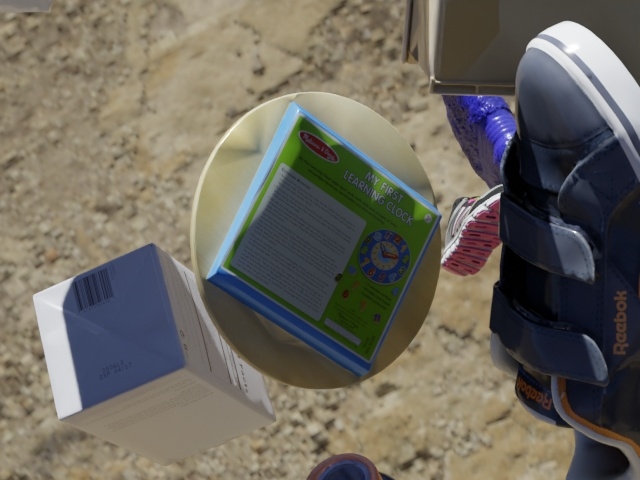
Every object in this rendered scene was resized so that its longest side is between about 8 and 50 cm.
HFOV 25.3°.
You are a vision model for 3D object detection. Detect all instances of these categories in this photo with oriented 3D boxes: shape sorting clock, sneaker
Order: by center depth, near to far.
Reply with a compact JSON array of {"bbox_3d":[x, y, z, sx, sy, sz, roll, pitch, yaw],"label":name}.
[{"bbox_3d":[0.165,0.033,0.871,0.127,0.321,0.126,-27,21,-8],"label":"sneaker"},{"bbox_3d":[0.000,0.000,0.986,0.206,0.206,0.040,-50,24,-21],"label":"shape sorting clock"},{"bbox_3d":[0.183,-0.028,1.617,0.063,0.170,0.074,11,58,-13],"label":"sneaker"}]

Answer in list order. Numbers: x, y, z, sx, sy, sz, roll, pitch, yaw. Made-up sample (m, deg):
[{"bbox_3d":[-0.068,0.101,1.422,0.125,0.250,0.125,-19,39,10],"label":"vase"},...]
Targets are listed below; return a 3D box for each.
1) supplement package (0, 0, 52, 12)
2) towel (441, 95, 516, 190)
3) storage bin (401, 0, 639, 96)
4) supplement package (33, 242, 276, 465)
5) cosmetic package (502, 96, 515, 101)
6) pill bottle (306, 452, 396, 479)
[{"bbox_3d":[-0.372,-0.384,1.558,0.149,0.194,0.203,-7,67,-25],"label":"supplement package"},{"bbox_3d":[0.248,-0.081,1.856,0.076,0.227,0.308,-30,64,3],"label":"towel"},{"bbox_3d":[0.210,-0.255,1.153,0.260,0.262,0.123,1,20,-5],"label":"storage bin"},{"bbox_3d":[-0.207,0.154,1.823,0.178,0.293,0.175,-23,64,11],"label":"supplement package"},{"bbox_3d":[0.238,-0.358,2.185,0.138,0.224,0.224,-20,56,1],"label":"cosmetic package"},{"bbox_3d":[0.056,0.350,1.621,0.130,0.245,0.130,-13,40,11],"label":"pill bottle"}]
